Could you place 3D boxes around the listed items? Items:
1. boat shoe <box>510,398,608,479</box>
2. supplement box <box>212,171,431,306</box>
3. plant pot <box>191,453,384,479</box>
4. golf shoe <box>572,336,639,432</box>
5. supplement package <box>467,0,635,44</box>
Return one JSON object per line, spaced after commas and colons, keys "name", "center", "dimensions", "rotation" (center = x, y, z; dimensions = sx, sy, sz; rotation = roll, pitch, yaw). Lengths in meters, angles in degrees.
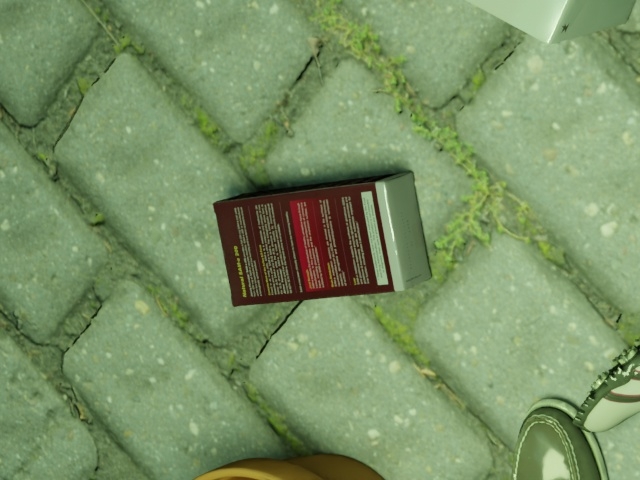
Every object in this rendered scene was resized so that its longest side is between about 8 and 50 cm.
{"name": "boat shoe", "center": [0.256, 0.331, 2.043], "dimensions": [0.109, 0.091, 0.305], "rotation": [3, 104, 31]}
{"name": "supplement box", "center": [0.000, 0.000, 2.130], "dimensions": [0.239, 0.073, 0.130], "rotation": [-6, 98, 32]}
{"name": "plant pot", "center": [-0.022, 0.375, 2.161], "dimensions": [0.291, 0.203, 0.291], "rotation": [9, 107, 31]}
{"name": "golf shoe", "center": [0.378, 0.139, 1.916], "dimensions": [0.120, 0.105, 0.273], "rotation": [49, 123, 4]}
{"name": "supplement package", "center": [0.198, -0.350, 1.843], "dimensions": [0.263, 0.198, 0.199], "rotation": [32, 116, 22]}
